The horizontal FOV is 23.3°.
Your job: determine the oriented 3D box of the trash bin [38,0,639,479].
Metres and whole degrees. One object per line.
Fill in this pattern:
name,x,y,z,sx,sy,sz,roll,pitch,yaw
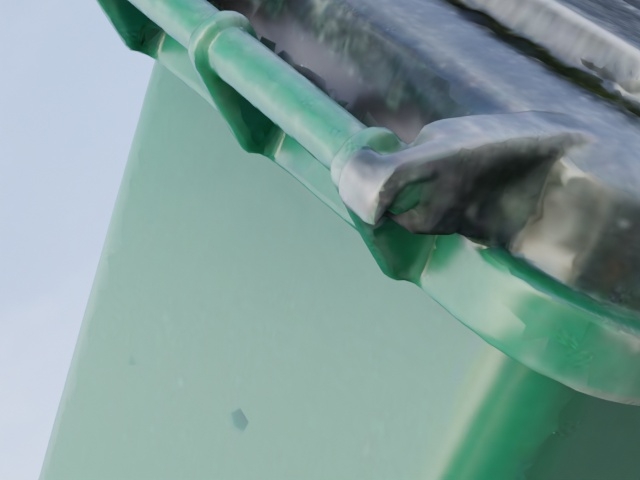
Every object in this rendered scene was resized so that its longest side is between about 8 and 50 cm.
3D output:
trash bin,0.021,0.093,0.534,0.295,0.259,0.381,7,-67,-41
